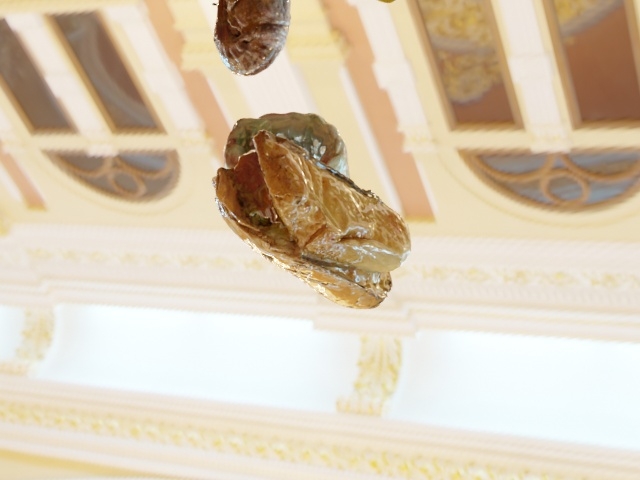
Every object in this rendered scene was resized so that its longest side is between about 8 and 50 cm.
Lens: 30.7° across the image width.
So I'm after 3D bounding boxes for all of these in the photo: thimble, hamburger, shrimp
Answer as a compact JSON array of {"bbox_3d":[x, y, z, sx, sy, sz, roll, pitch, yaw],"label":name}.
[{"bbox_3d":[-0.059,-0.107,1.862,0.211,0.149,0.185,27,-118,22],"label":"thimble"},{"bbox_3d":[0.000,0.000,1.287,0.124,0.262,0.131,-40,-139,26],"label":"hamburger"},{"bbox_3d":[-0.106,-0.421,1.795,0.145,0.116,0.343,-4,-98,52],"label":"shrimp"}]

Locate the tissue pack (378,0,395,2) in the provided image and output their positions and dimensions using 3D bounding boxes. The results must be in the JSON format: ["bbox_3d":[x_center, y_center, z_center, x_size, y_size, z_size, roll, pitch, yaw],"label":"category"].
[{"bbox_3d":[0.068,-0.446,1.734,0.178,0.127,0.123,20,-138,-16],"label":"tissue pack"}]
